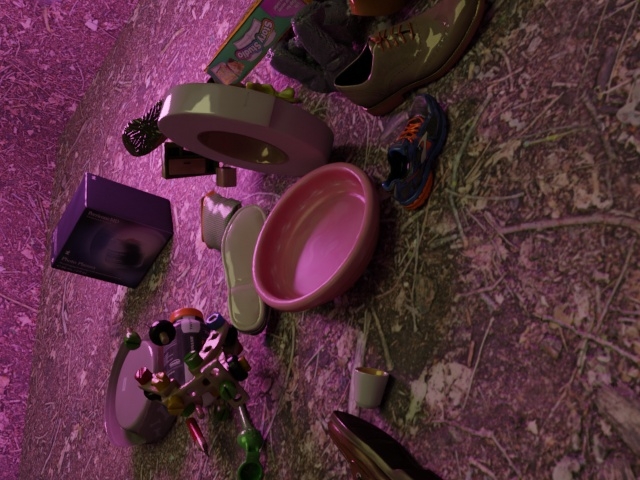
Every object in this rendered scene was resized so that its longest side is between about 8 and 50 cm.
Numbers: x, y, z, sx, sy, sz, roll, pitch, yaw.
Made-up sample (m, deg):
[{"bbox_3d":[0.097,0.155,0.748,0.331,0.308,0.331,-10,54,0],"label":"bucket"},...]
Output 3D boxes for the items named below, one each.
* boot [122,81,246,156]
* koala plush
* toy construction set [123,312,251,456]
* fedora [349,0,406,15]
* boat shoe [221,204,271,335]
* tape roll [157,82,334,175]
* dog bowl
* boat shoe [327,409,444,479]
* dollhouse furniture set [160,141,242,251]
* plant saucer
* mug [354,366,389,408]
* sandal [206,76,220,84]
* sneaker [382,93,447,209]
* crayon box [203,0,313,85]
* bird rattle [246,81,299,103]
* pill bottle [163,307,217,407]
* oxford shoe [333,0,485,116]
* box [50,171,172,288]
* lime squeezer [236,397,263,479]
[{"bbox_3d":[-0.341,-0.308,1.753,0.236,0.269,0.089,-23,95,38],"label":"boot"},{"bbox_3d":[0.023,-0.473,1.590,0.196,0.203,0.221,-36,26,53],"label":"koala plush"},{"bbox_3d":[-0.259,0.337,1.496,0.237,0.257,0.309,-141,41,-58],"label":"toy construction set"},{"bbox_3d":[0.123,-0.529,1.479,0.194,0.194,0.079,35,140,56],"label":"fedora"},{"bbox_3d":[-0.165,0.071,1.624,0.116,0.099,0.319,-7,65,9],"label":"boat shoe"},{"bbox_3d":[-0.162,-0.235,1.517,0.392,0.392,0.072,0,75,55],"label":"tape roll"},{"bbox_3d":[-0.497,0.414,1.946,0.349,0.102,0.349,-30,50,45],"label":"dog bowl"},{"bbox_3d":[0.093,0.381,1.100,0.307,0.111,0.104,29,98,56],"label":"boat shoe"},{"bbox_3d":[-0.313,-0.103,1.798,0.197,0.151,0.301,21,114,58],"label":"dollhouse furniture set"},{"bbox_3d":[0.000,0.000,1.399,0.332,0.084,0.332,-29,44,33],"label":"plant saucer"},{"bbox_3d":[0.090,0.264,1.225,0.062,0.078,0.064,9,90,24],"label":"mug"},{"bbox_3d":[-0.318,-0.350,2.071,0.086,0.120,0.303,138,147,-79],"label":"sandal"},{"bbox_3d":[0.172,-0.172,1.274,0.083,0.087,0.221,-3,72,54],"label":"sneaker"},{"bbox_3d":[-0.127,-0.602,1.797,0.363,0.106,0.313,-35,24,43],"label":"crayon box"},{"bbox_3d":[-0.154,-0.280,1.772,0.207,0.143,0.253,52,122,33],"label":"bird rattle"},{"bbox_3d":[-0.333,0.293,1.741,0.130,0.130,0.246,-45,42,34],"label":"pill bottle"},{"bbox_3d":[0.166,-0.372,1.339,0.348,0.130,0.123,-39,45,39],"label":"oxford shoe"},{"bbox_3d":[-0.688,-0.025,2.255,0.294,0.296,0.183,-51,38,29],"label":"box"},{"bbox_3d":[-0.164,0.475,1.478,0.110,0.059,0.310,-37,47,40],"label":"lime squeezer"}]
